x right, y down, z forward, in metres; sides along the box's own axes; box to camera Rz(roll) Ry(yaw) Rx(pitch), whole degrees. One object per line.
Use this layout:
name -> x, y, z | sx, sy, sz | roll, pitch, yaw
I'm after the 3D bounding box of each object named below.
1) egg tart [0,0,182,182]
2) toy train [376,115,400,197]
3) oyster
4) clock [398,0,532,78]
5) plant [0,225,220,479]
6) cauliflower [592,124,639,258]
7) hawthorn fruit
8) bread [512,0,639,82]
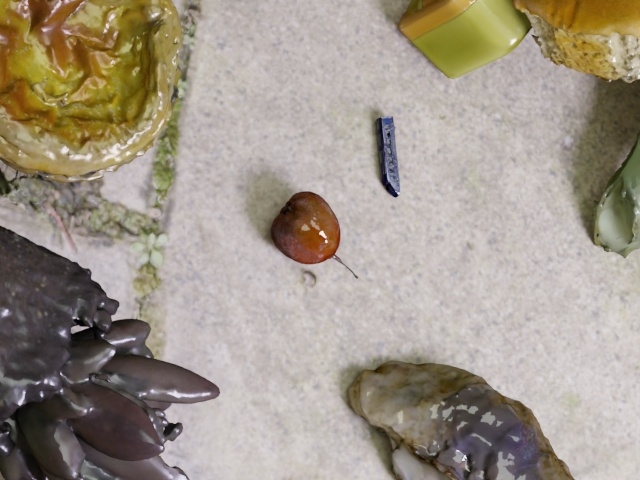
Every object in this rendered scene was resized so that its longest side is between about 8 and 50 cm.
egg tart -> -0.240, -0.167, 1.626 | 0.241, 0.106, 0.241 | 4, 77, -20
toy train -> 0.069, -0.084, 1.788 | 0.017, 0.017, 0.083 | 0, 78, -21
oyster -> 0.179, 0.242, 1.707 | 0.166, 0.110, 0.341 | -25, 76, -32
clock -> 0.184, -0.272, 1.811 | 0.096, 0.143, 0.202 | 44, 65, -11
plant -> -0.246, 0.105, 1.505 | 0.321, 0.194, 0.181 | 36, 57, -19
cauliflower -> 0.415, -0.129, 1.815 | 0.327, 0.260, 0.281 | 31, 62, 11
hawthorn fruit -> 0.000, 0.000, 1.718 | 0.103, 0.067, 0.067 | 41, 65, -23
bread -> 0.307, -0.264, 1.711 | 0.174, 0.121, 0.245 | 25, 62, 30
